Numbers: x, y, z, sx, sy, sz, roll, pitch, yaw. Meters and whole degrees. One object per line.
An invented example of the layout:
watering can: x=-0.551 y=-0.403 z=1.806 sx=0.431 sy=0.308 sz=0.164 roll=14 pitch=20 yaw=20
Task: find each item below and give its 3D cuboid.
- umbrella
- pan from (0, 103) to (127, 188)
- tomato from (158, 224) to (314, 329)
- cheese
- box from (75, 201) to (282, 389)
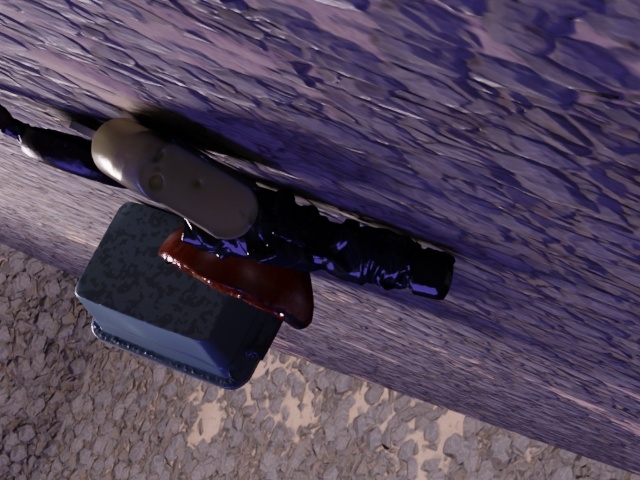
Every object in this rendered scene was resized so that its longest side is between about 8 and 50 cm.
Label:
umbrella: x=-0.001 y=0.000 z=1.359 sx=0.224 sy=0.080 sz=0.071 roll=17 pitch=137 yaw=18
pan: x=-0.254 y=-0.095 z=1.482 sx=0.212 sy=0.040 sz=0.115 roll=26 pitch=-177 yaw=-5
tomato: x=-0.064 y=0.021 z=1.616 sx=0.166 sy=0.082 sz=0.174 roll=28 pitch=176 yaw=-13
cheese: x=-0.144 y=-0.066 z=1.344 sx=0.127 sy=0.054 sz=0.251 roll=30 pitch=178 yaw=-31
box: x=-0.157 y=0.057 z=1.912 sx=0.227 sy=0.162 sz=0.130 roll=18 pitch=161 yaw=28
